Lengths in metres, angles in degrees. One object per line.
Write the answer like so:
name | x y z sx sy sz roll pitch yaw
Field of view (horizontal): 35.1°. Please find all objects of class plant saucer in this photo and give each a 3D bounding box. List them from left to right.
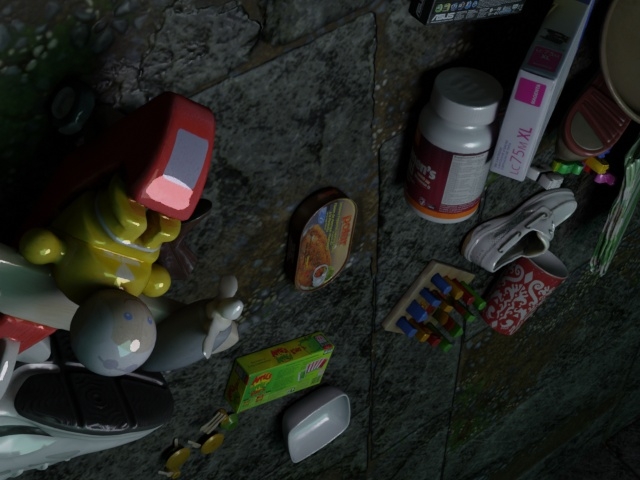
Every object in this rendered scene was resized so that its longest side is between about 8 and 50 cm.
plant saucer | 0.567 -0.322 1.671 0.278 0.041 0.277 -4 100 -22

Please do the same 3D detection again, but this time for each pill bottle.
pill bottle | 0.200 -0.141 1.518 0.121 0.121 0.221 -24 142 -29

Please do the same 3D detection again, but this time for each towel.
towel | 0.617 -0.113 2.019 0.248 0.038 0.324 -53 155 -37

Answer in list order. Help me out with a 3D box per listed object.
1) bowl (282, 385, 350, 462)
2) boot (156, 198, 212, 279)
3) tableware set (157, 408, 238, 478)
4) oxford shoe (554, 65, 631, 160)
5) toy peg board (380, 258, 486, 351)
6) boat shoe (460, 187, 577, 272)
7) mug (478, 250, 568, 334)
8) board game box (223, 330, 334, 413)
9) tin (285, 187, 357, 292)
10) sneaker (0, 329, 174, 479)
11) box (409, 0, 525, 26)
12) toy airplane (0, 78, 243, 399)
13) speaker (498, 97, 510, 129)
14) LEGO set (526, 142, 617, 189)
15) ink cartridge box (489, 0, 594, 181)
bowl | -0.014 0.334 1.889 0.142 0.053 0.142 -30 145 -20
boot | -0.177 0.003 1.344 0.106 0.037 0.114 -26 143 -4
tableware set | -0.208 0.343 1.716 0.154 0.024 0.104 -46 151 0
oxford shoe | 0.525 -0.276 1.767 0.348 0.123 0.130 -43 180 -10
toy peg board | 0.223 0.131 1.895 0.161 0.079 0.161 -53 147 14
boat shoe | 0.393 -0.010 1.904 0.277 0.096 0.098 -27 143 -25
mug | 0.414 0.100 2.045 0.150 0.113 0.169 2 129 -47
board game box | -0.069 0.220 1.707 0.181 0.043 0.092 -14 137 -39
tin | 0.000 0.000 1.539 0.106 0.040 0.189 -19 141 -27
sneaker | -0.421 0.248 1.278 0.448 0.169 0.257 5 133 -41
box | 0.222 -0.381 1.342 0.191 0.045 0.184 -17 136 -35
toy airplane | -0.269 0.054 1.075 0.386 0.272 0.384 -20 137 -20
speaker | 0.291 -0.197 1.619 0.136 0.055 0.055 -18 139 -34
LEGO set | 0.493 -0.139 1.870 0.227 0.093 0.087 -11 135 -41
ink cartridge box | 0.338 -0.251 1.516 0.185 0.065 0.311 99 18 -44
